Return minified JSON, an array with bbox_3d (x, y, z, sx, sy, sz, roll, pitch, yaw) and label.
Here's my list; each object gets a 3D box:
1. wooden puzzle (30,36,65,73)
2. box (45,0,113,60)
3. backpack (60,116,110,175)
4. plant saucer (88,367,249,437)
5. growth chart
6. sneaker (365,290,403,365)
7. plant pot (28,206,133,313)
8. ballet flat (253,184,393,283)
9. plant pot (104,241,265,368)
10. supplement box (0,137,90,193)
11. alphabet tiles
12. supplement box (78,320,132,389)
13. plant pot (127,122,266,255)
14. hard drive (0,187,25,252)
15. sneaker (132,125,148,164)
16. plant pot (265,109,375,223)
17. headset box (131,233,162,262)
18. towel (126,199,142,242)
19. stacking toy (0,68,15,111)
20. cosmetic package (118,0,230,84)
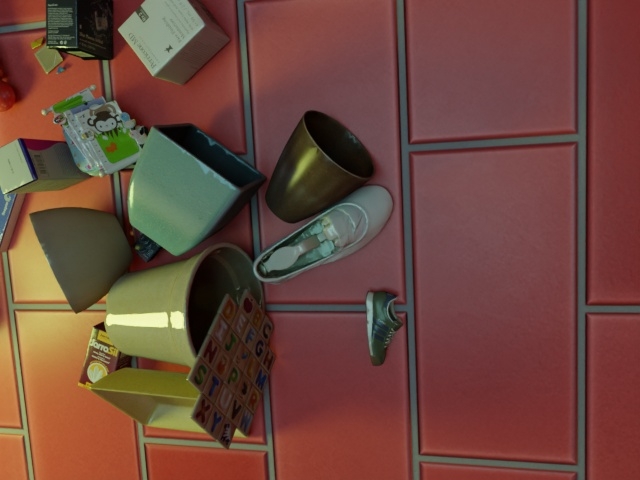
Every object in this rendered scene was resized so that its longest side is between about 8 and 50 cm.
[{"bbox_3d":[-0.753,-0.510,1.538,0.078,0.014,0.116,-25,91,19],"label":"wooden puzzle"},{"bbox_3d":[-0.616,-0.559,1.425,0.093,0.156,0.158,4,98,12],"label":"box"},{"bbox_3d":[-0.607,-0.261,1.484,0.152,0.115,0.182,-19,96,12],"label":"backpack"},{"bbox_3d":[-0.375,0.421,1.458,0.332,0.333,0.081,3,57,13],"label":"plant saucer"},{"bbox_3d":[-0.563,-0.282,1.423,0.172,0.021,0.237,-41,98,-18],"label":"growth chart"},{"bbox_3d":[0.164,0.221,1.389,0.086,0.064,0.192,-4,93,19],"label":"sneaker"},{"bbox_3d":[-0.612,0.027,1.468,0.191,0.284,0.284,-24,92,-22],"label":"plant pot"},{"bbox_3d":[0.000,0.000,1.367,0.400,0.139,0.139,-30,90,15],"label":"ballet flat"},{"bbox_3d":[-0.354,0.182,1.402,0.305,0.334,0.334,-5,96,25],"label":"plant pot"},{"bbox_3d":[-0.736,-0.196,1.468,0.114,0.220,0.111,-20,92,16],"label":"supplement box"},{"bbox_3d":[-0.201,0.303,1.332,0.011,0.342,0.285,-3,137,26],"label":"alphabet tiles"},{"bbox_3d":[-0.603,0.335,1.577,0.104,0.081,0.188,20,101,10],"label":"supplement box"},{"bbox_3d":[-0.324,-0.111,1.357,0.247,0.248,0.252,36,105,-1],"label":"plant pot"},{"bbox_3d":[-1.039,-0.127,1.640,0.318,0.040,0.210,26,102,9],"label":"hard drive"},{"bbox_3d":[-0.497,-0.259,1.502,0.043,0.040,0.109,19,98,27],"label":"sneaker"},{"bbox_3d":[-0.024,-0.152,1.329,0.215,0.215,0.230,47,119,4],"label":"plant pot"},{"bbox_3d":[-0.467,0.014,1.504,0.062,0.032,0.083,45,106,2],"label":"headset box"},{"bbox_3d":[-0.428,-0.051,1.515,0.197,0.029,0.144,-5,99,14],"label":"towel"},{"bbox_3d":[-0.957,-0.511,1.538,0.141,0.141,0.330,-27,98,15],"label":"stacking toy"},{"bbox_3d":[-0.358,-0.510,1.373,0.183,0.151,0.151,-38,86,15],"label":"cosmetic package"}]
